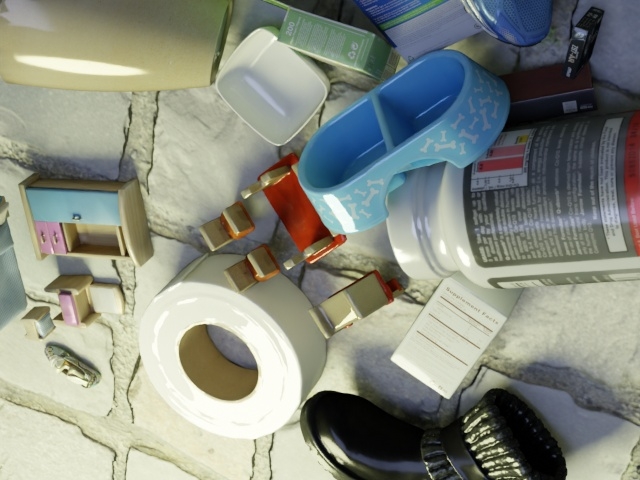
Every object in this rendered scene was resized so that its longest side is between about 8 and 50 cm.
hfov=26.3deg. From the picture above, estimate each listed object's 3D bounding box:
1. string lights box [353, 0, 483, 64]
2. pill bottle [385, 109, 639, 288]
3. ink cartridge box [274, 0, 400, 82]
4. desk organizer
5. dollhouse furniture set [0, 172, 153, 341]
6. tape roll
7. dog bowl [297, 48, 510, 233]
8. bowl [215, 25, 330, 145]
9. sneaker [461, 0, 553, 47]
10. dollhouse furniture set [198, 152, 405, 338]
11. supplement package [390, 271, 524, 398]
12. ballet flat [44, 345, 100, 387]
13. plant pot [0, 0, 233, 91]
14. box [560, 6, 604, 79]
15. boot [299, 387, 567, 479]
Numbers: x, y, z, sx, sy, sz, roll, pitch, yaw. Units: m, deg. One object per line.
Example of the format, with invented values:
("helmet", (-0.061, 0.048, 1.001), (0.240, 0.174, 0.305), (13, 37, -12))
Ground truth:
("string lights box", (0.091, -0.348, 1.684), (0.133, 0.076, 0.260), (-21, 129, 33))
("pill bottle", (0.280, -0.046, 1.735), (0.363, 0.210, 0.210), (-5, 114, 28))
("ink cartridge box", (-0.023, -0.273, 1.784), (0.235, 0.171, 0.056), (21, 96, 14))
("desk organizer", (0.285, -0.189, 1.751), (0.130, 0.050, 0.047), (-9, 147, 14))
("dollhouse furniture set", (-0.417, 0.067, 2.083), (0.198, 0.303, 0.286), (4, 118, 25))
("tape roll", (-0.138, 0.165, 2.128), (0.286, 0.100, 0.286), (12, 122, 21))
("dog bowl", (0.097, -0.132, 1.738), (0.297, 0.166, 0.074), (-33, 130, 17))
("bowl", (-0.061, -0.221, 1.904), (0.142, 0.053, 0.142), (43, 126, -2))
("sneaker", (0.232, -0.372, 1.580), (0.147, 0.130, 0.330), (35, 143, 50))
("dollhouse furniture set", (0.000, 0.000, 1.975), (0.262, 0.135, 0.259), (-32, 89, 35))
("supplement package", (0.195, 0.113, 1.930), (0.105, 0.105, 0.179), (34, 126, 5))
("ballet flat", (-0.431, 0.218, 2.337), (0.114, 0.041, 0.041), (29, 125, 10))
("plant pot", (-0.266, -0.307, 1.863), (0.274, 0.256, 0.256), (14, 123, 0))
("box", (0.323, -0.243, 1.683), (0.018, 0.083, 0.067), (21, 123, 16))
("boot", (0.166, 0.293, 2.024), (0.348, 0.131, 0.260), (35, 134, -9))
